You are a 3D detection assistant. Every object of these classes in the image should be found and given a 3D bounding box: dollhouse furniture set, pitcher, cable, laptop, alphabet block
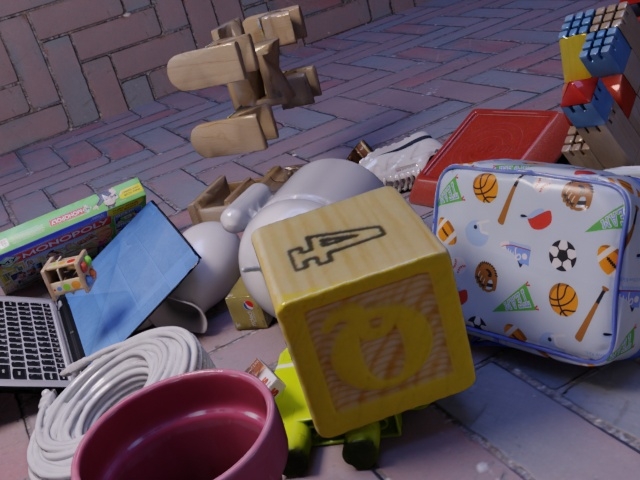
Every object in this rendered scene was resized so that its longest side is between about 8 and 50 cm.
[{"bbox_3d":[-0.166,-0.238,1.626,0.256,0.394,0.362,-7,24,21],"label":"dollhouse furniture set"},{"bbox_3d":[-0.229,0.067,1.352,0.178,0.125,0.207,-11,35,28],"label":"pitcher"},{"bbox_3d":[-0.245,0.217,0.992,0.257,0.089,0.257,-28,25,13],"label":"cable"},{"bbox_3d":[-0.457,0.065,1.317,0.408,0.236,0.382,6,13,-25],"label":"laptop"},{"bbox_3d":[0.045,0.075,0.931,0.193,0.192,0.197,-20,29,-4],"label":"alphabet block"}]

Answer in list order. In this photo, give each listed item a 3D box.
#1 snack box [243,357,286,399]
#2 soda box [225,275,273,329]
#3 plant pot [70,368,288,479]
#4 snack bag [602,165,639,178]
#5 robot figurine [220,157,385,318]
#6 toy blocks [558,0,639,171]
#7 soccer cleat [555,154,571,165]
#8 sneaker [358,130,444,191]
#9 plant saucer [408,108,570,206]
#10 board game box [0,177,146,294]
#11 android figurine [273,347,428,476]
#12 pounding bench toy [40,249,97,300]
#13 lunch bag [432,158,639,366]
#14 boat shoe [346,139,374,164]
[{"bbox_3d":[-0.117,0.223,0.955,0.178,0.022,0.064,-48,31,-7],"label":"snack box"},{"bbox_3d":[-0.091,0.071,1.314,0.058,0.061,0.181,-7,25,21],"label":"soda box"},{"bbox_3d":[-0.115,0.254,0.776,0.201,0.180,0.201,-14,23,6],"label":"plant pot"},{"bbox_3d":[0.583,-0.084,1.027,0.343,0.037,0.323,3,4,-11],"label":"snack bag"},{"bbox_3d":[0.000,0.000,1.235,0.300,0.199,0.353,21,30,9],"label":"robot figurine"},{"bbox_3d":[0.463,-0.248,1.237,0.191,0.261,0.381,-1,56,48],"label":"toy blocks"},{"bbox_3d":[0.551,-0.150,1.383,0.318,0.116,0.108,-18,46,38],"label":"soccer cleat"},{"bbox_3d":[0.157,-0.136,1.601,0.235,0.090,0.095,-32,54,-16],"label":"sneaker"},{"bbox_3d":[0.314,-0.160,1.481,0.259,0.047,0.258,-48,34,-20],"label":"plant saucer"},{"bbox_3d":[-0.505,-0.005,1.611,0.317,0.046,0.213,-25,-14,-20],"label":"board game box"},{"bbox_3d":[0.020,0.183,1.011,0.248,0.056,0.273,-10,26,14],"label":"android figurine"},{"bbox_3d":[-0.376,0.045,1.224,0.065,0.052,0.083,-14,23,4],"label":"pounding bench toy"},{"bbox_3d":[0.264,0.026,0.993,0.115,0.243,0.303,-5,12,-39],"label":"lunch bag"},{"bbox_3d":[0.087,-0.165,1.683,0.060,0.064,0.178,-38,-4,0],"label":"boat shoe"}]
